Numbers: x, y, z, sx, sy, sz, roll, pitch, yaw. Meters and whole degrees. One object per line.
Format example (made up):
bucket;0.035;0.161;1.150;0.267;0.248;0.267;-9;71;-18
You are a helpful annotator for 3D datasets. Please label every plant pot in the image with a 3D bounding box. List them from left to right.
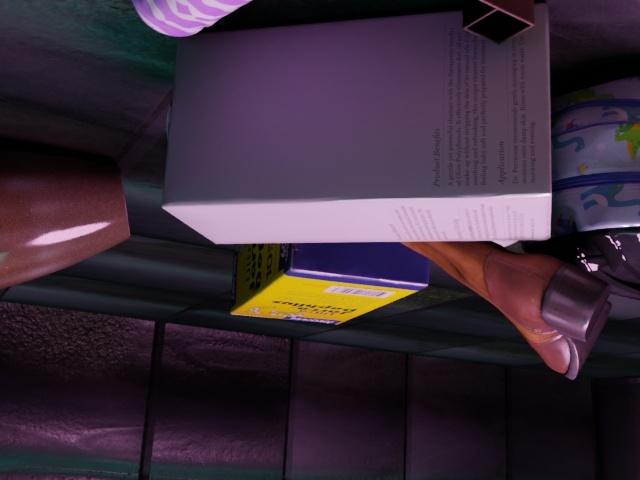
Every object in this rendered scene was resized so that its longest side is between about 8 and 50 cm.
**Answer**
plant pot;-0.401;-0.041;1.133;0.231;0.215;0.215;-8;167;-13

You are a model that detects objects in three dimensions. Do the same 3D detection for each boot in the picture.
boot;0.188;0.052;0.918;0.281;0.096;0.264;26;175;26

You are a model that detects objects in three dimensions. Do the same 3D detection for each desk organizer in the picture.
desk organizer;0.119;-0.213;0.649;0.130;0.050;0.047;13;161;-31

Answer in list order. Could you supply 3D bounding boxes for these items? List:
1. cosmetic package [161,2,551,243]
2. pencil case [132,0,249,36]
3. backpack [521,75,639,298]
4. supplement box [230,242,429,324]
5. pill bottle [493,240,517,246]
cosmetic package;0.042;-0.106;0.784;0.366;0.196;0.155;0;165;16
pencil case;-0.063;-0.225;0.597;0.206;0.086;0.088;-10;-177;43
backpack;0.385;-0.040;0.913;0.356;0.273;0.290;-4;-179;-39
supplement box;0.000;0.000;1.163;0.195;0.194;0.356;8;163;-17
pill bottle;0.175;-0.079;0.969;0.131;0.131;0.229;-9;160;36
